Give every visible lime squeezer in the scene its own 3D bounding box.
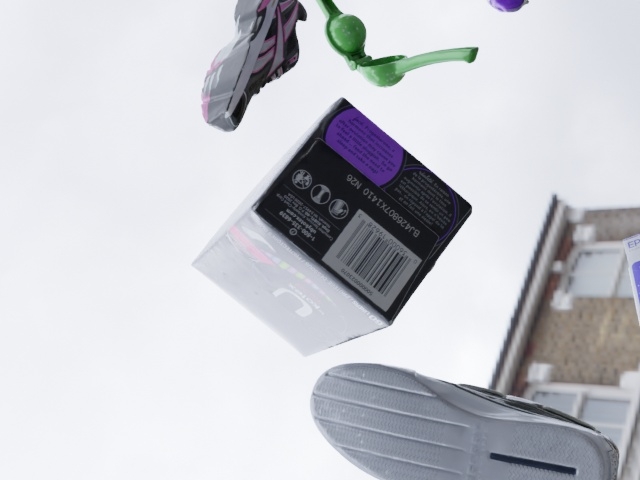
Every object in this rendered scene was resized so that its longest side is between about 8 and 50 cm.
[{"bbox_3d":[0.048,-0.242,1.250,0.059,0.310,0.110,-35,-34,-22],"label":"lime squeezer"}]

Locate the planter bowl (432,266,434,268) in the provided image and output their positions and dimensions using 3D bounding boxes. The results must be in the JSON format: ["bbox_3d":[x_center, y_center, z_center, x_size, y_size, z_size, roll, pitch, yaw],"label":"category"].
[{"bbox_3d":[0.099,-0.007,1.470,0.162,0.162,0.109,35,-153,-41],"label":"planter bowl"}]

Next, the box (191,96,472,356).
[{"bbox_3d":[0.000,0.000,1.064,0.165,0.270,0.143,40,-110,-5],"label":"box"}]

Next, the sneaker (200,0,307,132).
[{"bbox_3d":[-0.059,-0.190,1.131,0.077,0.072,0.178,30,-104,-33],"label":"sneaker"}]

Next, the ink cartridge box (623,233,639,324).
[{"bbox_3d":[0.500,0.050,1.370,0.045,0.206,0.208,45,-147,-38],"label":"ink cartridge box"}]

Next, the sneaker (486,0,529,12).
[{"bbox_3d":[0.109,-0.344,0.992,0.146,0.102,0.293,-16,-76,-5],"label":"sneaker"}]

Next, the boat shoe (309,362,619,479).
[{"bbox_3d":[0.151,0.213,1.156,0.119,0.335,0.121,16,-91,-64],"label":"boat shoe"}]
